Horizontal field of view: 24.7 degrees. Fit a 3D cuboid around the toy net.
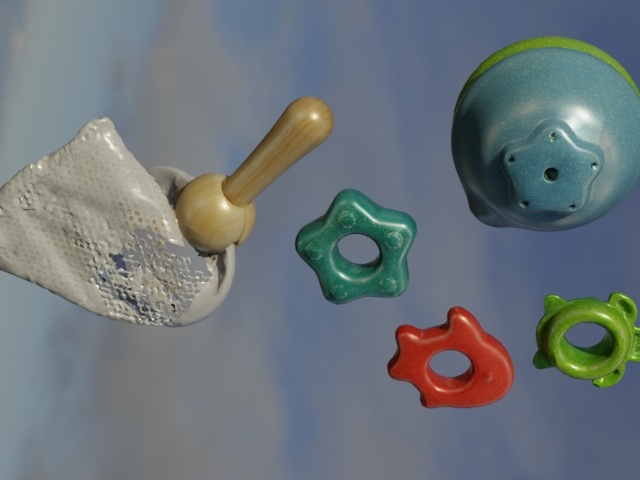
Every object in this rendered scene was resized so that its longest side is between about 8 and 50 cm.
[{"bbox_3d":[0.000,0.000,0.518,0.045,0.232,0.122,-76,160,-64],"label":"toy net"}]
